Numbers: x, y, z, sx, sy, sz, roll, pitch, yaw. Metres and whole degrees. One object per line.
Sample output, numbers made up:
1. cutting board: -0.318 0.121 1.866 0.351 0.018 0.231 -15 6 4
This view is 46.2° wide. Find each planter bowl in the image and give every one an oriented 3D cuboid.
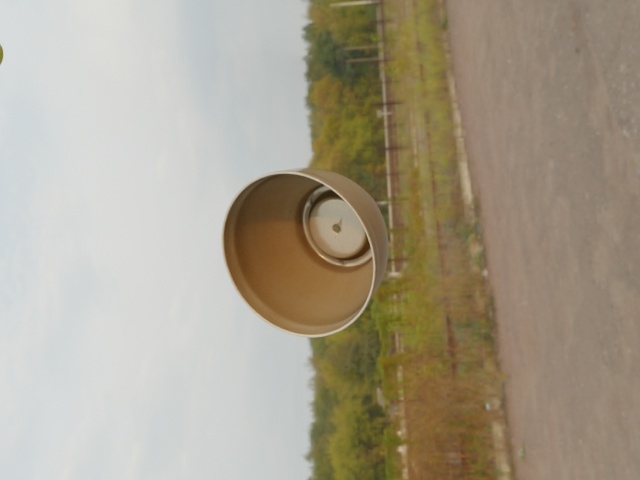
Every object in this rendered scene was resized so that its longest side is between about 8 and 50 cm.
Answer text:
1. planter bowl: 0.000 0.000 0.737 0.109 0.162 0.162 -33 -58 -57

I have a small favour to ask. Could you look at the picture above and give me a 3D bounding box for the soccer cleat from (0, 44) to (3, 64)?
1. soccer cleat: -0.553 -0.211 0.948 0.121 0.289 0.093 89 155 -56
